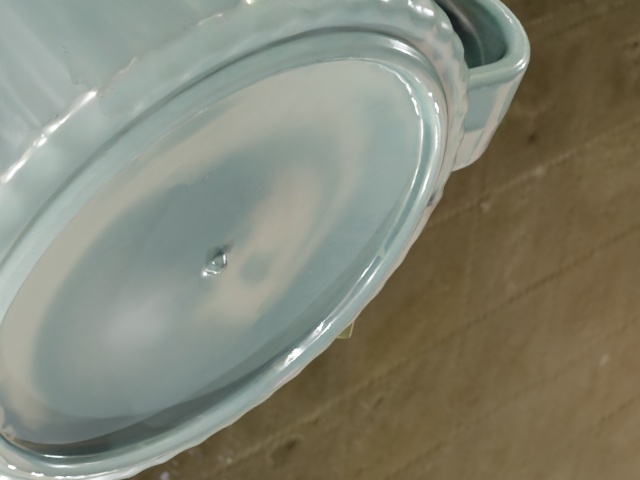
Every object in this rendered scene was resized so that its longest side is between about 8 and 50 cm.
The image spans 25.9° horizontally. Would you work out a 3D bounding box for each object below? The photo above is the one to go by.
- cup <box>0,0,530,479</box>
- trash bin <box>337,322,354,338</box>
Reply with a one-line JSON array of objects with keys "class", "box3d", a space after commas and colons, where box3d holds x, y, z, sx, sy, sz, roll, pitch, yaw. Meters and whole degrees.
[{"class": "cup", "box3d": [-0.109, -0.082, 0.587, 0.257, 0.311, 0.331, -50, 152, 14]}, {"class": "trash bin", "box3d": [0.000, 0.000, 0.780, 0.043, 0.061, 0.092, 3, 117, -23]}]
